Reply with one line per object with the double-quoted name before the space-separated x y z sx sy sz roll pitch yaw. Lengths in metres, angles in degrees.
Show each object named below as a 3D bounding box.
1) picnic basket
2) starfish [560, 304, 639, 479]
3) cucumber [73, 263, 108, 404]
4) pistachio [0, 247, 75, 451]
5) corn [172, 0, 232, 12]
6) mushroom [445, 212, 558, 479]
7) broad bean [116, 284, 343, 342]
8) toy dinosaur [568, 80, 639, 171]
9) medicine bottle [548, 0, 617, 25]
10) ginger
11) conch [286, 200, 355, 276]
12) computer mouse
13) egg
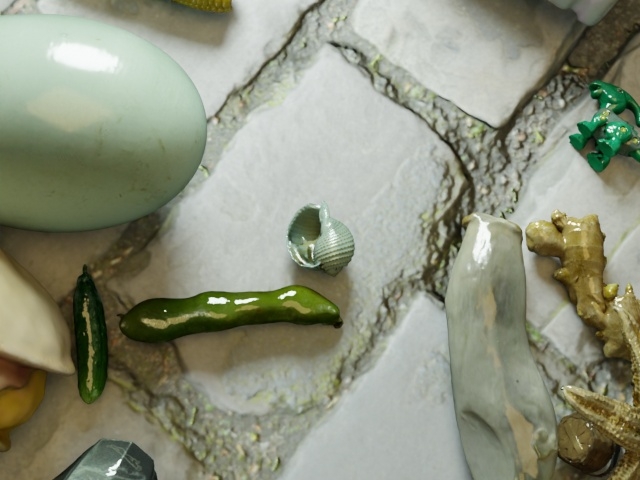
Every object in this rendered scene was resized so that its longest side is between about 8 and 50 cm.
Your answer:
"picnic basket" 0.315 0.233 1.206 0.083 0.072 0.072 23 73 -34
"starfish" 0.358 0.212 1.169 0.236 0.062 0.277 -26 105 -21
"cucumber" -0.254 0.103 1.170 0.037 0.037 0.155 -4 79 -8
"pistachio" -0.404 0.080 1.059 0.309 0.230 0.230 41 75 -11
"corn" -0.205 -0.334 1.256 0.238 0.080 0.080 22 75 -5
"mushroom" 0.200 0.135 1.193 0.109 0.097 0.351 -5 75 -6
"broad bean" -0.099 0.082 1.191 0.256 0.052 0.052 -3 119 -11
"toy dinosaur" 0.367 -0.136 1.298 0.096 0.059 0.132 -41 77 -20
"medicine bottle" 0.258 -0.426 1.273 0.316 0.202 0.202 35 75 1
"ginger" 0.338 0.054 1.250 0.193 0.052 0.176 2 76 -8
"conch" 0.001 0.003 1.217 0.076 0.056 0.085 -14 58 9
"computer mouse" -0.249 0.317 1.103 0.126 0.071 0.231 26 76 -1
"egg" -0.305 -0.125 1.118 0.371 0.230 0.230 4 77 0
